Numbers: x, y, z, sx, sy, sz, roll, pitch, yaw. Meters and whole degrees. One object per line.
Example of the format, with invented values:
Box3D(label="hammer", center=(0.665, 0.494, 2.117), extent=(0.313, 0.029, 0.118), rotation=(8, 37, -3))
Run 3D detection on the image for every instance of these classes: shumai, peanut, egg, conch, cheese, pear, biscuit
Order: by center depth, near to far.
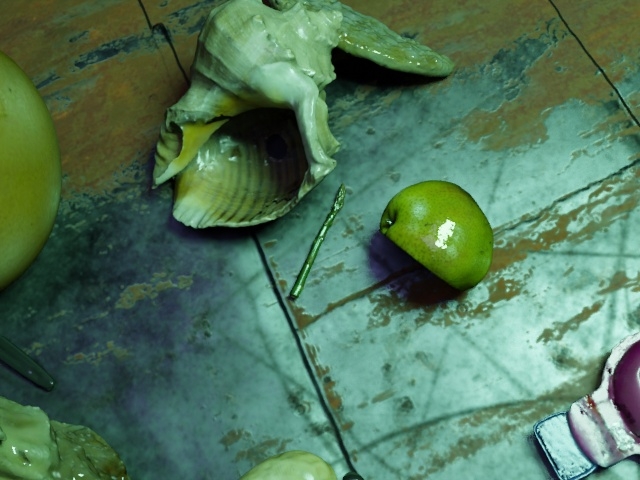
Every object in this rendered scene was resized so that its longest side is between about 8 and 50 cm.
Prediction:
Box3D(label="shumai", center=(-0.369, 0.263, 0.883), extent=(0.345, 0.283, 0.217), rotation=(17, 71, 9))
Box3D(label="peanut", center=(-0.098, 0.319, 0.920), extent=(0.263, 0.117, 0.101), rotation=(-27, 102, 0))
Box3D(label="cheese", center=(0.357, 0.184, 0.933), extent=(0.244, 0.062, 0.155), rotation=(-27, 69, -1))
Box3D(label="pear", center=(0.143, -0.014, 0.989), extent=(0.141, 0.141, 0.104), rotation=(34, 95, 17))
Box3D(label="egg", center=(-0.456, -0.086, 1.017), extent=(0.282, 0.283, 0.352), rotation=(-8, 69, 5))
Box3D(label="conch", center=(-0.070, -0.145, 1.047), extent=(0.186, 0.324, 0.263), rotation=(-3, 55, -42))
Box3D(label="biscuit", center=(0.029, -0.277, 1.109), extent=(0.289, 0.141, 0.038), rotation=(32, 118, 15))

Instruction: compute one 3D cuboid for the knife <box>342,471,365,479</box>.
Box3D(label="knife", center=(0.048, 0.369, 0.896), extent=(0.072, 0.019, 0.246), rotation=(3, 92, 7))

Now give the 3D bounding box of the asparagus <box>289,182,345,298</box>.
Box3D(label="asparagus", center=(0.000, 0.000, 1.069), extent=(0.016, 0.016, 0.163), rotation=(25, 73, 5))

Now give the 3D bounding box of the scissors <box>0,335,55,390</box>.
Box3D(label="scissors", center=(-0.420, 0.126, 1.080), extent=(0.220, 0.017, 0.088), rotation=(32, 77, 16))
